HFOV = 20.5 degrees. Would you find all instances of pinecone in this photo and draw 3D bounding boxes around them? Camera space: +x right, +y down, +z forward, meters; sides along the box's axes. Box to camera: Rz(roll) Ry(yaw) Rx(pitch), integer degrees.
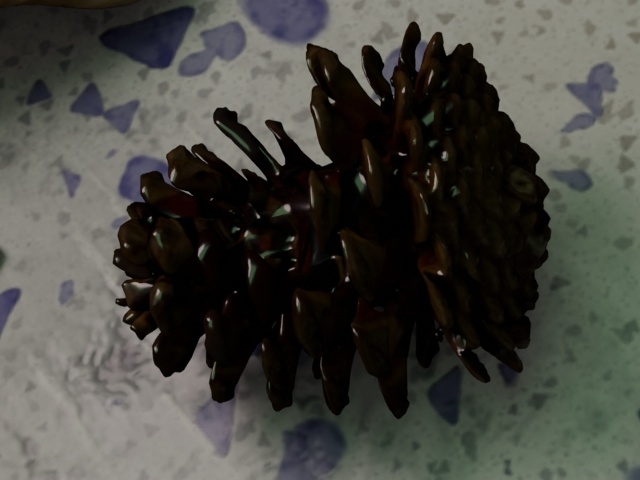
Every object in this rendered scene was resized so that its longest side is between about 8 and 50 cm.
[{"bbox_3d":[-0.001,-0.003,1.122,0.292,0.246,0.246,-17,61,14],"label":"pinecone"}]

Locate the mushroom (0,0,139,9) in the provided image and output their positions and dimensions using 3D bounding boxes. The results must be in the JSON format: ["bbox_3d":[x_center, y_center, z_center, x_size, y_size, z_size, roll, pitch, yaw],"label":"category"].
[{"bbox_3d":[-0.275,-0.260,1.287,0.397,0.313,0.224,-16,81,-1],"label":"mushroom"}]
